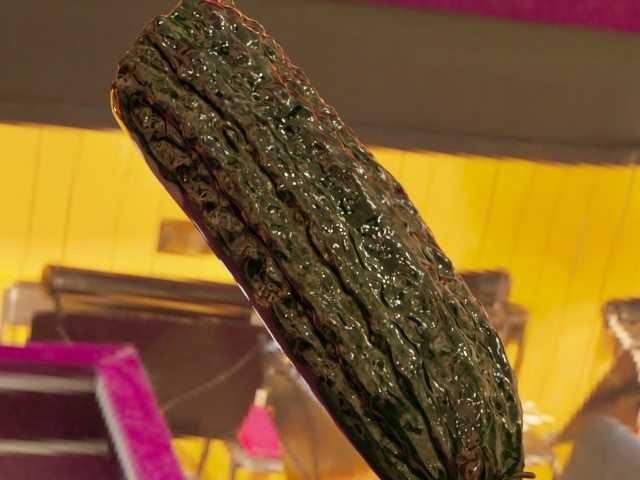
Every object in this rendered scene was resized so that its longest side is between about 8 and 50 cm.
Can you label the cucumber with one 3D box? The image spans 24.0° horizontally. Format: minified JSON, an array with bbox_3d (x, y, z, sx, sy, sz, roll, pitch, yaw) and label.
[{"bbox_3d":[0.001,-0.001,0.578,0.077,0.077,0.265,-9,51,-46],"label":"cucumber"}]
